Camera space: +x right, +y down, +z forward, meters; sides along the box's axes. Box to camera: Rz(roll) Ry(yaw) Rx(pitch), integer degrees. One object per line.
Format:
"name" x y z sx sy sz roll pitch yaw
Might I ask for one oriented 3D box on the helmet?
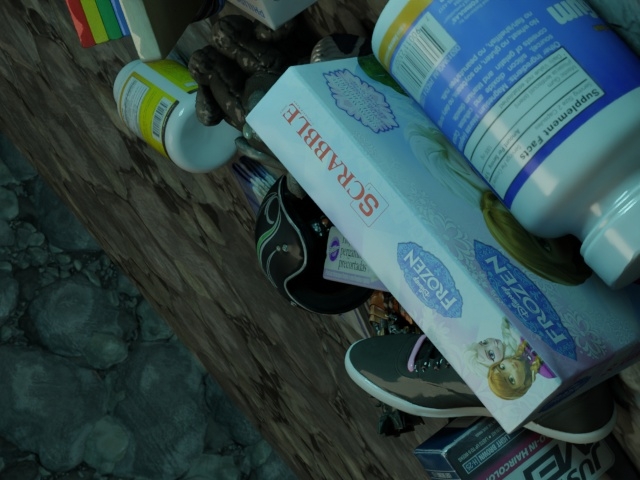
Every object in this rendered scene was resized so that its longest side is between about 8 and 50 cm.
"helmet" 0.000 0.000 2.156 0.169 0.169 0.161 47 149 24

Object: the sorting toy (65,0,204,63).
"sorting toy" -0.209 -0.335 1.847 0.255 0.089 0.257 -69 -36 -61

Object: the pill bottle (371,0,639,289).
"pill bottle" 0.177 -0.099 1.392 0.272 0.152 0.152 50 165 15

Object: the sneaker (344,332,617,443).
"sneaker" 0.161 0.112 1.879 0.296 0.104 0.147 11 138 20

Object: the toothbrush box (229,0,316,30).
"toothbrush box" -0.096 -0.368 1.702 0.206 0.122 0.283 38 160 47

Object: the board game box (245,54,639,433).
"board game box" 0.139 -0.020 1.466 0.318 0.318 0.066 50 120 14

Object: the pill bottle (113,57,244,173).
"pill bottle" -0.199 -0.177 2.464 0.215 0.117 0.117 36 157 51

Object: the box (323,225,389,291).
"box" 0.099 0.027 1.931 0.324 0.067 0.063 -171 89 -67

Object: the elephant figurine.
"elephant figurine" -0.036 -0.130 1.953 0.239 0.186 0.169 52 146 45

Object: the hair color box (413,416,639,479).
"hair color box" 0.276 0.319 1.986 0.347 0.174 0.105 55 164 -5

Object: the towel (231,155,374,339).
"towel" -0.012 0.016 2.485 0.285 0.034 0.209 42 164 44

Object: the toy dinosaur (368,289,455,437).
"toy dinosaur" 0.124 0.108 2.119 0.322 0.164 0.218 60 -164 -79

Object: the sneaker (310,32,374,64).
"sneaker" 0.061 -0.096 1.873 0.235 0.094 0.153 44 157 0

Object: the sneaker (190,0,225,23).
"sneaker" -0.170 -0.327 2.110 0.067 0.078 0.188 38 158 46
